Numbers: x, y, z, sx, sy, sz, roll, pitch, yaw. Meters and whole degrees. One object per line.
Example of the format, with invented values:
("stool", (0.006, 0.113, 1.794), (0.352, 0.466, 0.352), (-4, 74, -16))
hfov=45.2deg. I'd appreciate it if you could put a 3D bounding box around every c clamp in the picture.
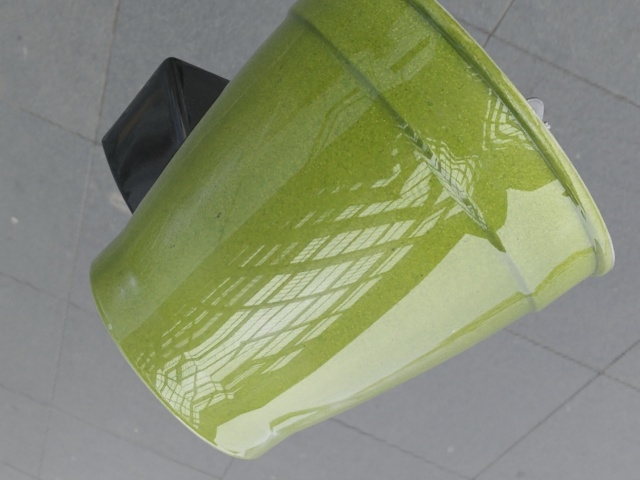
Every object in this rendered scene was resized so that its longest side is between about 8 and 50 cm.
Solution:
("c clamp", (0.320, -0.174, 1.284), (0.160, 0.022, 0.137), (-22, 144, -13))

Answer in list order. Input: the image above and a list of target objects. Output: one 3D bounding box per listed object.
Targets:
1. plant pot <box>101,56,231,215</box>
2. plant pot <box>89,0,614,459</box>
("plant pot", (-0.163, -0.098, 1.027), (0.188, 0.167, 0.187), (17, 137, -39))
("plant pot", (0.000, 0.000, 0.700), (0.353, 0.366, 0.366), (-40, 116, 3))
